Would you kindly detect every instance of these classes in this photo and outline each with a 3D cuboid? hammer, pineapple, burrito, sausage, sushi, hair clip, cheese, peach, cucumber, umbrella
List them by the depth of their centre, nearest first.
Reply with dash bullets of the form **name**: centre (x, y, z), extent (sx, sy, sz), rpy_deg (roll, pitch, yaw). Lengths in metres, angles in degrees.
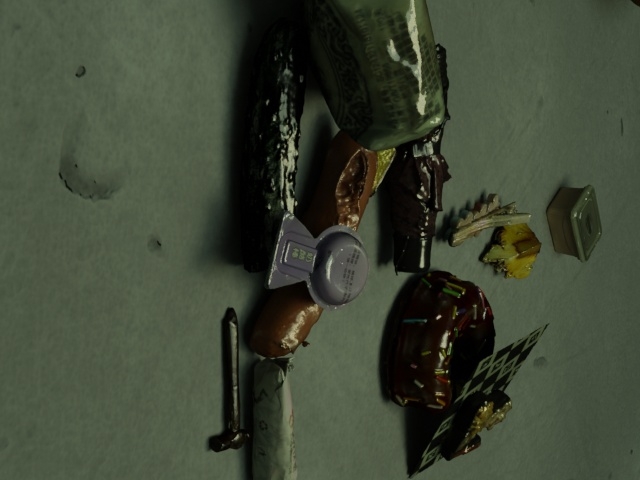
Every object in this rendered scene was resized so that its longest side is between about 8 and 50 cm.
- **cucumber**: centre (-0.057, -0.110, 1.604), extent (0.081, 0.072, 0.304), rpy_deg (-10, 106, -42)
- **cheese**: centre (0.004, 0.027, 1.624), extent (0.191, 0.042, 0.105), rpy_deg (22, 80, -52)
- **hammer**: centre (-0.108, 0.170, 1.645), extent (0.065, 0.021, 0.178), rpy_deg (-17, 111, -53)
- **burrito**: centre (-0.058, 0.240, 1.702), extent (0.064, 0.064, 0.203), rpy_deg (-25, 120, -51)
- **sausage**: centre (0.000, 0.001, 1.713), extent (0.327, 0.079, 0.087), rpy_deg (-68, 157, -16)
- **peach**: centre (0.063, -0.098, 1.803), extent (0.077, 0.050, 0.083), rpy_deg (-14, 95, -22)
- **umbrella**: centre (0.133, -0.109, 1.873), extent (0.094, 0.090, 0.326), rpy_deg (-38, 131, -74)
- **sushi**: centre (0.248, 0.260, 2.045), extent (0.192, 0.043, 0.280), rpy_deg (-21, 147, -46)
- **hair clip**: centre (0.249, -0.033, 2.107), extent (0.214, 0.056, 0.062), rpy_deg (-14, 126, -45)
- **pineapple**: centre (0.308, 0.021, 2.190), extent (0.114, 0.077, 0.114), rpy_deg (-26, 115, -36)

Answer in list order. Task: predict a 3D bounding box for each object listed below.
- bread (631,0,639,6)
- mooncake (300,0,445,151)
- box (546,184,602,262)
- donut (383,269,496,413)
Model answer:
- **bread**: centre (0.595, -0.544, 2.353), extent (0.341, 0.210, 0.301), rpy_deg (48, 33, -60)
- **mooncake**: centre (0.052, -0.238, 1.600), extent (0.250, 0.136, 0.254), rpy_deg (-113, -173, -64)
- **box**: centre (0.446, -0.033, 2.384), extent (0.089, 0.062, 0.122), rpy_deg (-52, 138, -36)
- **donut**: centre (0.190, 0.154, 2.018), extent (0.230, 0.096, 0.216), rpy_deg (25, 77, -55)
